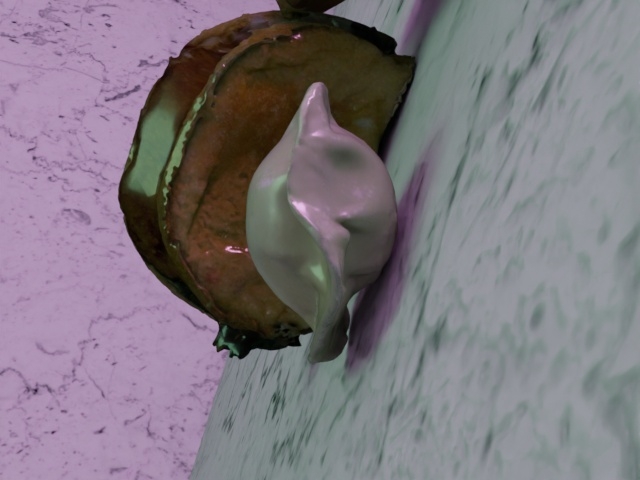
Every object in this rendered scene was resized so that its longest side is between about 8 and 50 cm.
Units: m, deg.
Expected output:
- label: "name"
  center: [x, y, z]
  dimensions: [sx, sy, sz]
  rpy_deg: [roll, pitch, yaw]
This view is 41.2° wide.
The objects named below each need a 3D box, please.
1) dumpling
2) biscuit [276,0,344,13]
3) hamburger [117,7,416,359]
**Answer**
- label: "dumpling"
  center: [-0.001, -0.002, 0.535]
  dimensions: [0.134, 0.099, 0.169]
  rpy_deg: [-89, 18, -60]
- label: "biscuit"
  center: [0.045, -0.259, 0.722]
  dimensions: [0.183, 0.047, 0.320]
  rpy_deg: [-33, 8, -1]
- label: "hamburger"
  center: [-0.059, -0.061, 0.733]
  dimensions: [0.132, 0.211, 0.309]
  rpy_deg: [-177, 108, -79]
